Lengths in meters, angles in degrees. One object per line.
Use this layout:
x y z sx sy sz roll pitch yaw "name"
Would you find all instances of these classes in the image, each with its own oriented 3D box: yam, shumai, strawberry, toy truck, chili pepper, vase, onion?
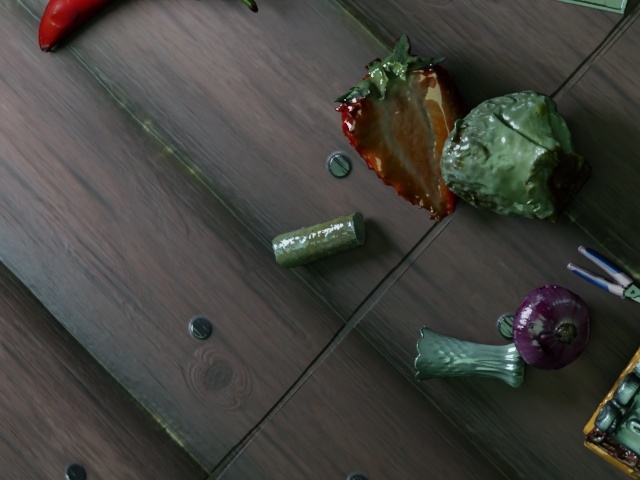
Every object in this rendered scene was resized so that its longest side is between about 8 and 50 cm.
0.000 0.000 1.798 0.132 0.054 0.054 -17 91 19 "yam"
0.256 -0.093 1.633 0.184 0.142 0.184 -6 112 -14 "shumai"
0.134 -0.152 1.717 0.174 0.098 0.228 -40 104 4 "strawberry"
0.450 0.185 1.629 0.114 0.135 0.270 33 110 10 "toy truck"
-0.267 -0.371 1.837 0.368 0.092 0.137 -6 114 26 "chili pepper"
0.210 0.164 1.734 0.149 0.081 0.081 5 98 14 "vase"
0.306 0.116 1.686 0.115 0.104 0.115 -6 106 -22 "onion"

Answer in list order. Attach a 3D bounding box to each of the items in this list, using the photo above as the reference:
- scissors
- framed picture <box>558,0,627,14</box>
0.389 0.051 1.691 0.113 0.012 0.039 33 106 12 "scissors"
0.364 -0.381 1.650 0.109 0.011 0.149 16 102 17 "framed picture"
